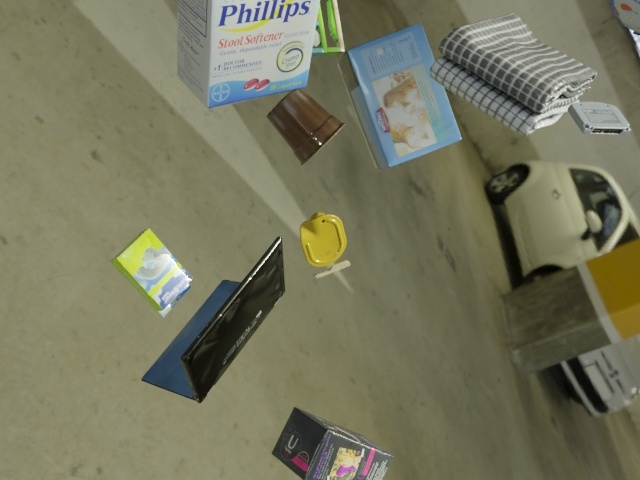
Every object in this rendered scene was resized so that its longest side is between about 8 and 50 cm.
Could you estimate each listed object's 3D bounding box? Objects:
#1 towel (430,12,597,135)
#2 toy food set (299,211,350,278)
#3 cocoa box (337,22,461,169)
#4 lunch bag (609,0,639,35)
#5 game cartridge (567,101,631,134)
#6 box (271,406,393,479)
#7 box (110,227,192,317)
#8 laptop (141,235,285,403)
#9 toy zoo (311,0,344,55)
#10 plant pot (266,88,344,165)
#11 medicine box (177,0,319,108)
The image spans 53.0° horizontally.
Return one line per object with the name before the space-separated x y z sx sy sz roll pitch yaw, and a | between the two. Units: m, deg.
towel | 0.376 -0.325 1.226 0.235 0.121 0.284 37 41 22
toy food set | 0.000 0.000 1.781 0.071 0.128 0.218 51 -18 45
cocoa box | 0.221 -0.405 1.854 0.228 0.231 0.347 -136 -155 -82
lunch bag | 0.897 -0.616 1.564 0.328 0.239 0.385 48 -5 37
game cartridge | 0.391 -0.173 0.906 0.083 0.017 0.056 -2 57 -20
box | 0.034 0.572 1.706 0.270 0.165 0.143 34 79 -35
box | -0.373 0.075 1.451 0.178 0.042 0.109 52 54 -19
laptop | -0.290 0.188 1.648 0.382 0.236 0.408 -54 162 -30
toy zoo | -0.082 -0.629 1.860 0.030 0.293 0.192 164 -82 -69
plant pot | -0.050 -0.319 1.748 0.165 0.167 0.167 45 24 -8
medicine box | -0.155 -0.462 1.367 0.263 0.289 0.149 -20 52 -30
